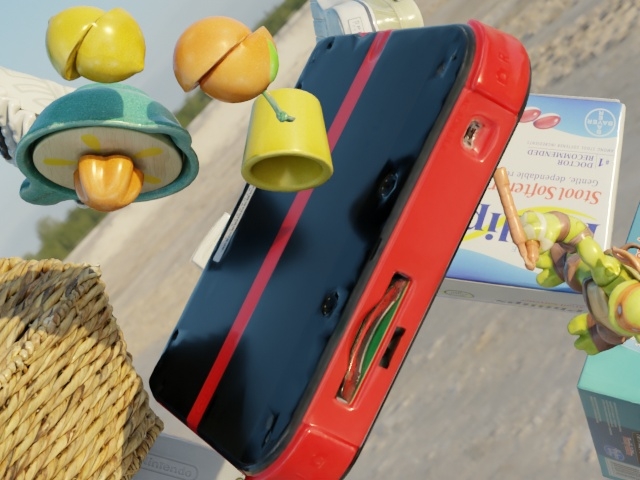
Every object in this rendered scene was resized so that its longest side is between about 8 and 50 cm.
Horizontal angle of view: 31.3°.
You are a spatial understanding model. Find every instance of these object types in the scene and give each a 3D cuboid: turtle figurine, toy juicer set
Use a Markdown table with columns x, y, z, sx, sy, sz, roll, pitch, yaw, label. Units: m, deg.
| x | y | z | sx | sy | sz | roll | pitch | yaw | label |
| --- | --- | --- | --- | --- | --- | --- | --- | --- | --- |
| 0.227 | 0.037 | 0.913 | 0.087 | 0.269 | 0.217 | -43 | 1 | 2 | turtle figurine |
| -0.167 | -0.078 | 0.819 | 0.209 | 0.329 | 0.089 | 61 | -154 | -65 | toy juicer set |

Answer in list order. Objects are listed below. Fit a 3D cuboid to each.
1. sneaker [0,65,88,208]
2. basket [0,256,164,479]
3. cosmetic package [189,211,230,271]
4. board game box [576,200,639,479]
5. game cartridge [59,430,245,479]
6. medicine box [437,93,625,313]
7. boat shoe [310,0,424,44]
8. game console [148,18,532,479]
| x | y | z | sx | sy | sz | roll | pitch | yaw | label |
| --- | --- | --- | --- | --- | --- | --- | --- | --- | --- |
| -0.310 | -0.139 | 1.337 | 0.118 | 0.292 | 0.110 | -37 | -37 | -30 | sneaker |
| -0.325 | 0.184 | 1.080 | 0.214 | 0.223 | 0.299 | 1 | 35 | 24 | basket |
| -0.062 | 0.064 | 1.536 | 0.085 | 0.231 | 0.117 | -55 | 6 | -6 | cosmetic package |
| 0.377 | 0.070 | 1.232 | 0.336 | 0.079 | 0.253 | -65 | -29 | -22 | board game box |
| -0.195 | 0.307 | 1.253 | 0.062 | 0.297 | 0.198 | -12 | 59 | 67 | game cartridge |
| 0.292 | -0.055 | 1.661 | 0.149 | 0.264 | 0.289 | 58 | -139 | -70 | medicine box |
| 0.048 | -0.250 | 1.349 | 0.094 | 0.109 | 0.302 | -12 | 19 | -6 | boat shoe |
| 0.000 | 0.000 | 0.937 | 0.386 | 0.060 | 0.342 | -63 | 23 | -5 | game console |
